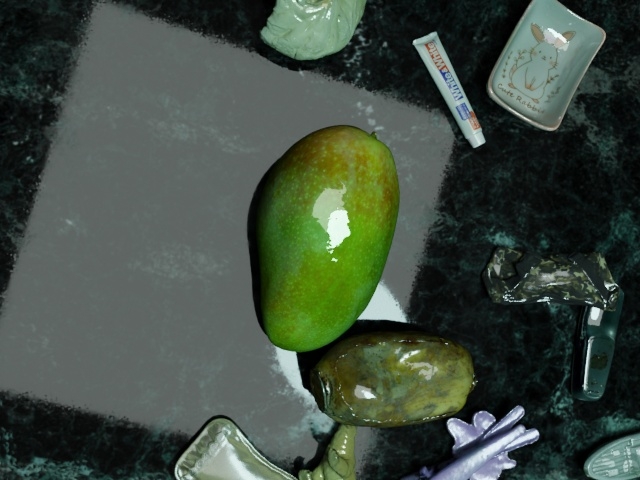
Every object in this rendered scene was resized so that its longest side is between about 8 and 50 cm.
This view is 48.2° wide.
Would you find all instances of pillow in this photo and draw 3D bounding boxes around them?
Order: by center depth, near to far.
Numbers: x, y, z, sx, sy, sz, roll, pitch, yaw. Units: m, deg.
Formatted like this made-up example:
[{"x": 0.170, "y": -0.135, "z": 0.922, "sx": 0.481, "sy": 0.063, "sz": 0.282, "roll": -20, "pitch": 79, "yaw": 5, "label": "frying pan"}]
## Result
[{"x": -0.133, "y": 0.407, "z": 1.203, "sx": 0.217, "sy": 0.033, "sz": 0.130, "roll": 43, "pitch": 78, "yaw": -8, "label": "pillow"}]

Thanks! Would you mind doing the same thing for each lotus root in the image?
[{"x": 0.115, "y": 0.229, "z": 1.189, "sx": 0.274, "sy": 0.152, "sz": 0.160, "roll": -1, "pitch": 88, "yaw": -19, "label": "lotus root"}]

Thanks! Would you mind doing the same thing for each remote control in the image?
[{"x": 0.507, "y": 0.186, "z": 1.312, "sx": 0.072, "sy": 0.042, "sz": 0.222, "roll": 11, "pitch": 89, "yaw": -8, "label": "remote control"}]

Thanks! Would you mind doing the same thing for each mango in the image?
[{"x": 0.000, "y": 0.000, "z": 1.148, "sx": 0.225, "sy": 0.201, "sz": 0.382, "roll": 12, "pitch": 99, "yaw": -32, "label": "mango"}]

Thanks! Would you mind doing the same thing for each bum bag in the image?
[{"x": 0.414, "y": 0.068, "z": 1.283, "sx": 0.247, "sy": 0.069, "sz": 0.102, "roll": 5, "pitch": 65, "yaw": -4, "label": "bum bag"}]

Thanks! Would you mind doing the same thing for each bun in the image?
[{"x": -0.023, "y": -0.409, "z": 1.177, "sx": 0.203, "sy": 0.126, "sz": 0.213, "roll": -37, "pitch": 95, "yaw": -10, "label": "bun"}]

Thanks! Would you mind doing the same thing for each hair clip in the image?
[{"x": 0.247, "y": 0.383, "z": 1.252, "sx": 0.278, "sy": 0.090, "sz": 0.137, "roll": -31, "pitch": 82, "yaw": -16, "label": "hair clip"}]

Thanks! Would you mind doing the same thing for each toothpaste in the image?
[{"x": 0.233, "y": -0.266, "z": 1.272, "sx": 0.052, "sy": 0.033, "sz": 0.218, "roll": -27, "pitch": 90, "yaw": -13, "label": "toothpaste"}]

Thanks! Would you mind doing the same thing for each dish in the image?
[{"x": 0.388, "y": -0.311, "z": 1.274, "sx": 0.151, "sy": 0.077, "sz": 0.212, "roll": 30, "pitch": 85, "yaw": -7, "label": "dish"}]

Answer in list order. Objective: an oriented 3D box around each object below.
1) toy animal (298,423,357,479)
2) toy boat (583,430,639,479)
[{"x": 0.032, "y": 0.411, "z": 1.212, "sx": 0.101, "sy": 0.103, "sz": 0.219, "roll": -9, "pitch": 90, "yaw": -45, "label": "toy animal"}, {"x": 0.601, "y": 0.389, "z": 1.308, "sx": 0.260, "sy": 0.085, "sz": 0.078, "roll": -11, "pitch": 93, "yaw": -10, "label": "toy boat"}]
